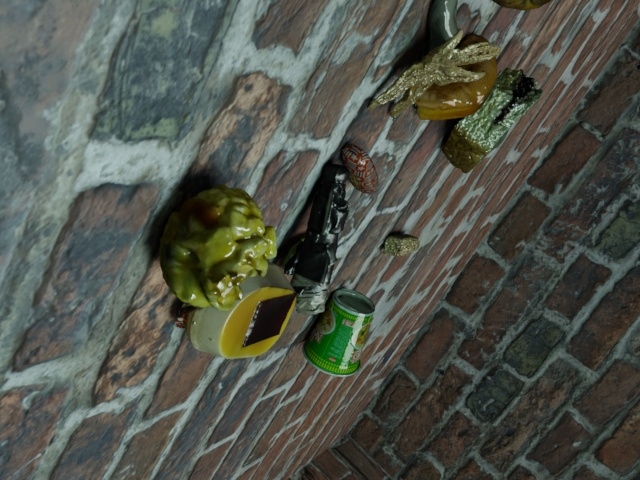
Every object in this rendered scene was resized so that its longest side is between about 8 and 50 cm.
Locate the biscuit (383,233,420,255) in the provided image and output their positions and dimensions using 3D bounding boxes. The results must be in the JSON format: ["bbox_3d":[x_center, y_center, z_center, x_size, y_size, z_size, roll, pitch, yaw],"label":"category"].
[{"bbox_3d":[0.273,0.014,2.043,0.168,0.082,0.070,-9,109,-58],"label":"biscuit"}]

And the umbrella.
[{"bbox_3d":[-0.006,-0.001,1.386,0.106,0.113,0.357,-22,129,-63],"label":"umbrella"}]

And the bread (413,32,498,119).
[{"bbox_3d":[0.358,-0.385,1.498,0.260,0.134,0.129,-47,159,-8],"label":"bread"}]

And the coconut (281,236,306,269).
[{"bbox_3d":[-0.038,0.041,1.510,0.133,0.055,0.158,-52,144,-12],"label":"coconut"}]

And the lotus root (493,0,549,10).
[{"bbox_3d":[0.433,-0.587,1.272,0.193,0.193,0.291,-53,161,6],"label":"lotus root"}]

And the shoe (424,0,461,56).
[{"bbox_3d":[0.279,-0.453,1.316,0.079,0.078,0.195,-40,160,-21],"label":"shoe"}]

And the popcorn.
[{"bbox_3d":[-0.178,0.016,1.037,0.169,0.189,0.218,-2,126,-58],"label":"popcorn"}]

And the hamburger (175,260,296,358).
[{"bbox_3d":[-0.176,0.143,1.306,0.227,0.151,0.295,-58,153,4],"label":"hamburger"}]

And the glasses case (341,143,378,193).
[{"bbox_3d":[0.094,-0.160,1.428,0.049,0.073,0.194,-53,158,-8],"label":"glasses case"}]

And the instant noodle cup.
[{"bbox_3d":[0.074,0.290,1.965,0.207,0.207,0.232,-14,130,-56],"label":"instant noodle cup"}]

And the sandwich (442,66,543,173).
[{"bbox_3d":[0.485,-0.347,1.701,0.262,0.131,0.325,-49,174,-5],"label":"sandwich"}]

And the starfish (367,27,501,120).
[{"bbox_3d":[0.247,-0.366,1.330,0.302,0.060,0.299,-28,170,21],"label":"starfish"}]
